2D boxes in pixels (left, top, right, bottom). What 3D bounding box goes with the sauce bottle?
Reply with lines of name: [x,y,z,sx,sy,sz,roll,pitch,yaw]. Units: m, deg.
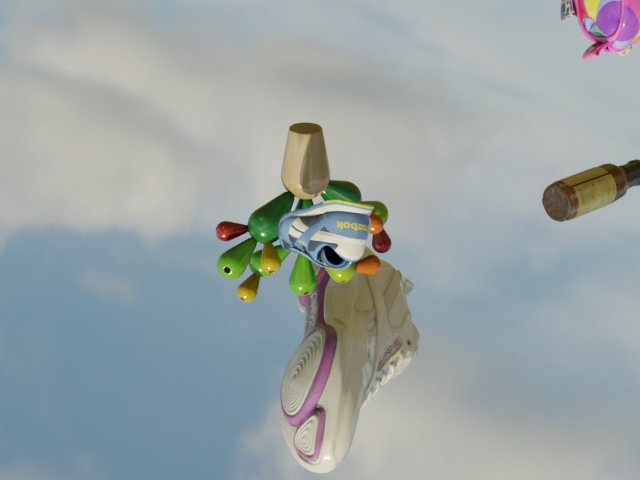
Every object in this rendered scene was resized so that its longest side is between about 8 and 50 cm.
sauce bottle: [0.272,-0.051,1.841,0.128,0.042,0.042,-17,-144,-38]

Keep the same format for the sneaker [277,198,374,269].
sneaker: [0.000,0.000,1.774,0.053,0.059,0.144,5,169,-25]

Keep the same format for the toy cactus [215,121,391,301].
toy cactus: [-0.017,-0.033,1.909,0.219,0.180,0.112,-12,-153,-27]

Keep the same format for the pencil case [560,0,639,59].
pencil case: [0.321,-0.207,1.573,0.236,0.104,0.104,-6,-154,-21]

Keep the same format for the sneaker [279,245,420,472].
sneaker: [0.045,0.123,2.000,0.152,0.114,0.305,30,-135,-21]
